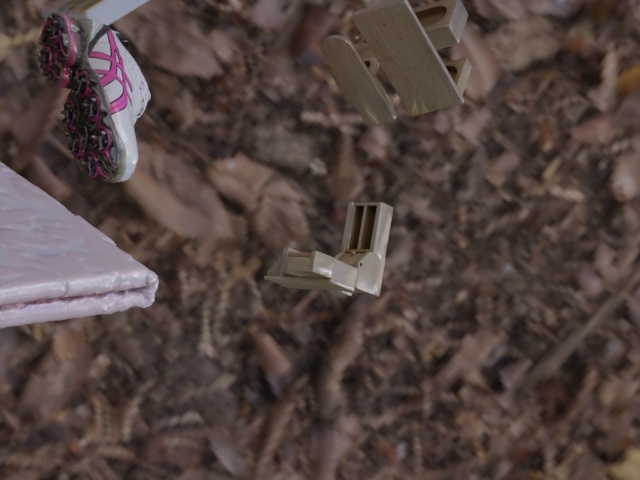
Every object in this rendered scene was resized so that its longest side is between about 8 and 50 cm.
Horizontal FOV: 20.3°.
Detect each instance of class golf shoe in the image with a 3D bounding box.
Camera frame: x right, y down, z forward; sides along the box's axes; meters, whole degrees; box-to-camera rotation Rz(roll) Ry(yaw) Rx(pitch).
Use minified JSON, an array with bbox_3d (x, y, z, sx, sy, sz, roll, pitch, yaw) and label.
[{"bbox_3d":[-0.172,-0.120,1.474,0.086,0.186,0.067,5,134,-30],"label":"golf shoe"}]

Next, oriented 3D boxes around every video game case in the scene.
[{"bbox_3d":[-0.159,-0.275,1.789,0.227,0.206,0.026,-33,107,-14],"label":"video game case"}]

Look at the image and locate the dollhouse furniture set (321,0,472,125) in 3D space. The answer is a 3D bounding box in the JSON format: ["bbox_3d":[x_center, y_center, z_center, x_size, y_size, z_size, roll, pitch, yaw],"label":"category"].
[{"bbox_3d":[0.063,-0.209,1.720,0.123,0.144,0.151,56,37,-32],"label":"dollhouse furniture set"}]

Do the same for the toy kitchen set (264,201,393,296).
[{"bbox_3d":[0.000,0.000,1.387,0.083,0.068,0.075,22,74,-48],"label":"toy kitchen set"}]

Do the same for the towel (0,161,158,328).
[{"bbox_3d":[-0.360,-0.007,1.583,0.317,0.332,0.053,-8,121,-43],"label":"towel"}]
